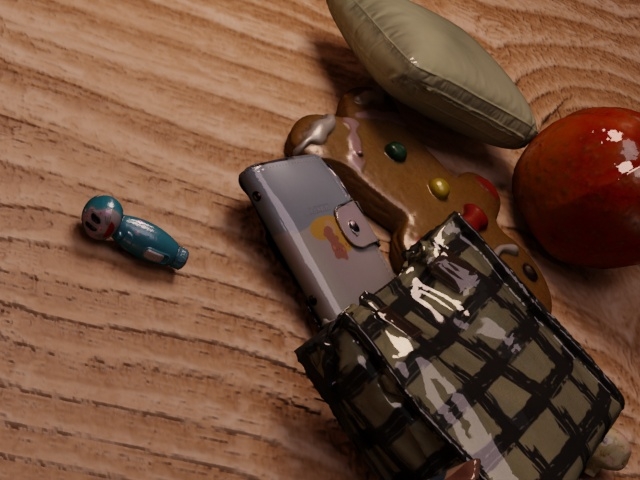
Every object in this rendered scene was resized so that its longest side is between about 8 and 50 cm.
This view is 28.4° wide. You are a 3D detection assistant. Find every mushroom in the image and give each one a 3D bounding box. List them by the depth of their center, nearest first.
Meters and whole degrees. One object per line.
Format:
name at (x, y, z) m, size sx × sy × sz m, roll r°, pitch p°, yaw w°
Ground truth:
mushroom at (0.352, 0.265, 1.614) m, size 0.083 × 0.067 × 0.083 m, roll 29°, pitch 5°, yaw -3°

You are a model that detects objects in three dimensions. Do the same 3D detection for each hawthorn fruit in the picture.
hawthorn fruit at (0.435, -0.094, 1.825) m, size 0.254 × 0.300 × 0.254 m, roll 12°, pitch 63°, yaw -24°

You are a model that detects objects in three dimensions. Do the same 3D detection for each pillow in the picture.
pillow at (0.168, -0.256, 1.868) m, size 0.322 × 0.120 × 0.255 m, roll 18°, pitch 30°, yaw -44°

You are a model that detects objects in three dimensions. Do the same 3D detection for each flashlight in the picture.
flashlight at (-0.206, -0.008, 1.415) m, size 0.129 × 0.051 × 0.051 m, roll 27°, pitch 41°, yaw -23°

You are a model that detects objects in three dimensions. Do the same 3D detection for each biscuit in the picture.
biscuit at (0.166, -0.046, 1.750) m, size 0.432 × 0.064 × 0.283 m, roll 45°, pitch 38°, yaw 5°

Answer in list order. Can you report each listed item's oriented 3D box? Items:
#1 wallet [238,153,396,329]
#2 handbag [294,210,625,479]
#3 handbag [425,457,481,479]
wallet at (0.000, 0.000, 1.565) m, size 0.170 × 0.069 × 0.231 m, roll -18°, pitch 75°, yaw -52°
handbag at (0.166, 0.168, 1.455) m, size 0.327 × 0.162 × 0.325 m, roll 52°, pitch 39°, yaw 0°
handbag at (0.077, 0.327, 1.221) m, size 0.251 × 0.193 × 0.190 m, roll -13°, pitch 67°, yaw -45°
